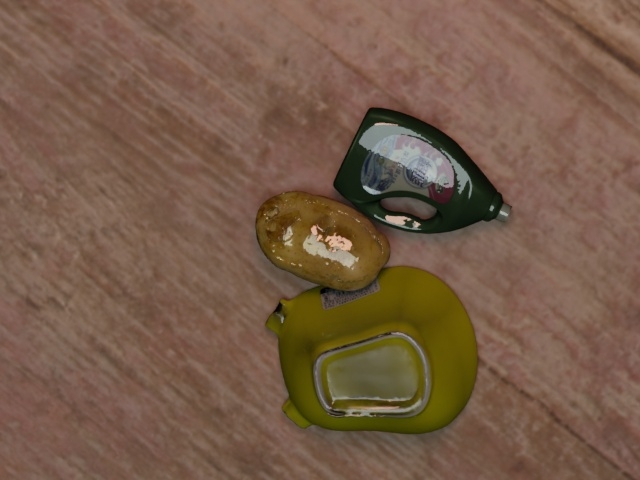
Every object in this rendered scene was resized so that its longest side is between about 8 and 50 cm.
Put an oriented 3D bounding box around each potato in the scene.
[{"bbox_3d":[0.000,0.000,2.016,0.170,0.080,0.107,27,98,0],"label":"potato"}]

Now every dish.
[{"bbox_3d":[0.062,0.155,2.035,0.262,0.108,0.221,-7,102,8],"label":"dish"}]

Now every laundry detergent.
[{"bbox_3d":[0.130,-0.067,1.998,0.211,0.063,0.137,26,107,-3],"label":"laundry detergent"}]
